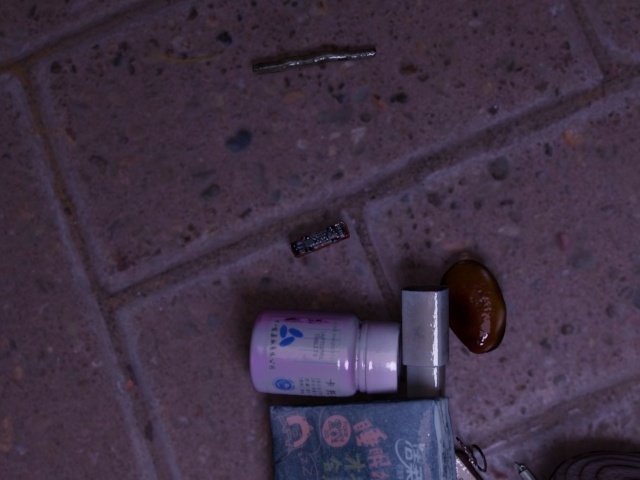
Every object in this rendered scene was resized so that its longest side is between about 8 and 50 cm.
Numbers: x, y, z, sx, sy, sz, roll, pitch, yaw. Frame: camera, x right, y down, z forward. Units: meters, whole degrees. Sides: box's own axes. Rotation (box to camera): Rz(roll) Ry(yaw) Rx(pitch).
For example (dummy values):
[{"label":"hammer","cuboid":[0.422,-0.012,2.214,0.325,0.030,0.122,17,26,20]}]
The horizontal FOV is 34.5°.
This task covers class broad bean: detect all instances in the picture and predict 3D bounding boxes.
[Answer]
[{"label":"broad bean","cuboid":[0.268,0.115,1.802,0.114,0.084,0.165,-30,74,11]}]

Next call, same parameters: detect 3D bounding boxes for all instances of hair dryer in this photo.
[{"label":"hair dryer","cuboid":[0.373,0.436,1.774,0.063,0.038,0.124,-40,74,1]}]

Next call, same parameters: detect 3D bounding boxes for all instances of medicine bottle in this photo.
[{"label":"medicine bottle","cuboid":[0.012,0.198,1.790,0.255,0.152,0.152,3,83,9]}]

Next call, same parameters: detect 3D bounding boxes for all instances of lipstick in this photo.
[{"label":"lipstick","cuboid":[0.183,0.205,1.783,0.077,0.079,0.252,0,97,20]}]

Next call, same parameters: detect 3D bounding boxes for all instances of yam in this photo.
[{"label":"yam","cuboid":[-0.012,-0.339,1.927,0.234,0.029,0.027,-8,109,5]}]

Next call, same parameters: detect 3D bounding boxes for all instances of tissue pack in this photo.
[{"label":"tissue pack","cuboid":[0.069,0.385,1.744,0.316,0.103,0.228,-7,83,26]}]

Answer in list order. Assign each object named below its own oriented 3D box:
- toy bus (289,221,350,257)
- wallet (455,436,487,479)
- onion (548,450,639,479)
[{"label":"toy bus","cuboid":[0.000,0.000,1.872,0.110,0.043,0.031,-21,77,6]},{"label":"wallet","cuboid":[0.236,0.541,1.758,0.275,0.068,0.335,-35,78,2]},{"label":"onion","cuboid":[0.488,0.490,1.633,0.337,0.282,0.260,-3,109,-27]}]
